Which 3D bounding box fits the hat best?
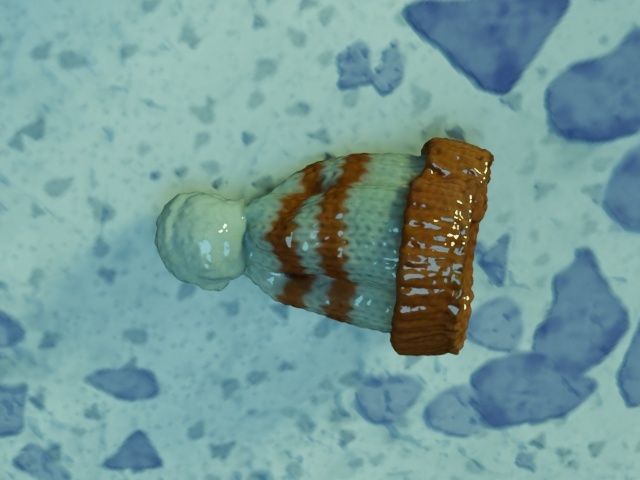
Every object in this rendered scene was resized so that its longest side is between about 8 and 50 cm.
[{"bbox_3d":[0.000,0.000,0.789,0.162,0.093,0.112,7,108,9],"label":"hat"}]
